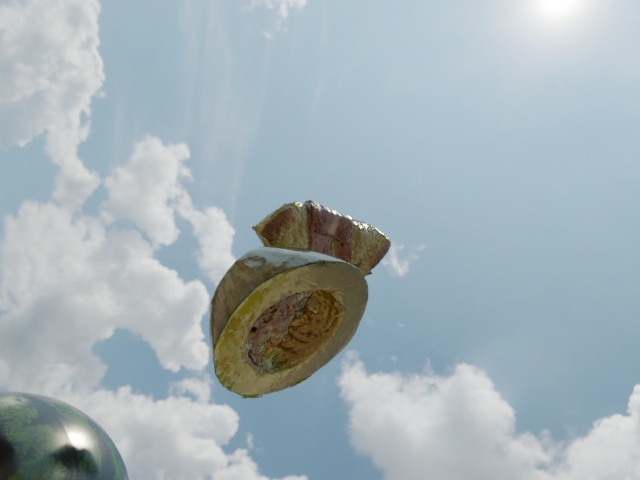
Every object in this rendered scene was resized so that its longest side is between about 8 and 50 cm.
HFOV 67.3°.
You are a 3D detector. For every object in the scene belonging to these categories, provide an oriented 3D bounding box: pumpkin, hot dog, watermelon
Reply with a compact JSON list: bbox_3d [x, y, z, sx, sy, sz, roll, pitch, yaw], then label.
[{"bbox_3d":[-0.054,0.087,0.613,0.110,0.218,0.217,46,-67,34],"label":"pumpkin"},{"bbox_3d":[-0.004,0.003,0.813,0.093,0.262,0.123,-8,-113,55],"label":"hot dog"},{"bbox_3d":[-0.328,0.283,0.482,0.269,0.269,0.268,-3,-95,37],"label":"watermelon"}]
